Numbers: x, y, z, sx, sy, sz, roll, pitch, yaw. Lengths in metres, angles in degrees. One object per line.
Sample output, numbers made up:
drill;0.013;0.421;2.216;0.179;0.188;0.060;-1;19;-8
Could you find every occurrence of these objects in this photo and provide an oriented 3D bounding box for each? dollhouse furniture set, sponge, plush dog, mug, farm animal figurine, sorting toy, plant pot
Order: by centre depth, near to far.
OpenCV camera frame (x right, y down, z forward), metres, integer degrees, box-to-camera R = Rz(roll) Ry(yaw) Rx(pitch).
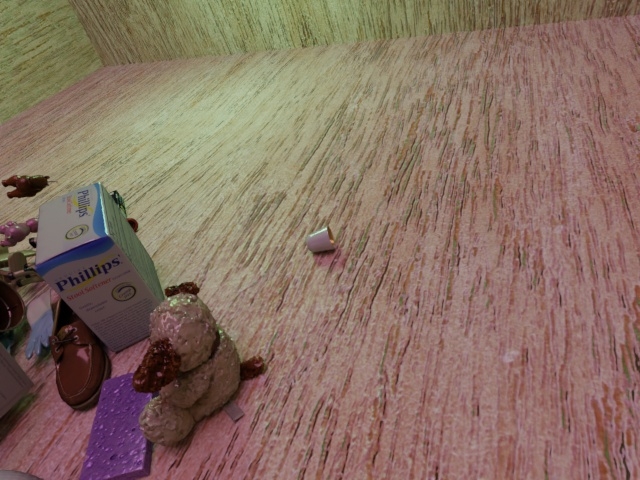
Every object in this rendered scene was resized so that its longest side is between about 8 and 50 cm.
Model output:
plush dog;-0.234;0.201;0.757;0.211;0.225;0.262;-12;40;5
sponge;-0.374;0.348;0.788;0.117;0.031;0.210;-16;40;0
plant pot;-0.863;0.195;1.013;0.165;0.167;0.167;-35;40;7
mug;0.000;0.003;1.047;0.064;0.078;0.062;-18;72;12
farm animal figurine;-0.697;-0.023;1.124;0.172;0.326;0.330;-16;73;-10
dollhouse furniture set;-0.932;0.037;1.158;0.212;0.160;0.242;4;13;23
sorting toy;-0.626;-0.041;1.295;0.102;0.061;0.042;0;-5;-36

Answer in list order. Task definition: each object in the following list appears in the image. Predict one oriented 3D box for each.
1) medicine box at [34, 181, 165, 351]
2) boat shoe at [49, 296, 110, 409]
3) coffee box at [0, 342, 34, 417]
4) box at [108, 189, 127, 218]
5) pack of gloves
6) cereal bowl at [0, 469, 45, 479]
medicine box;-0.495;0.058;0.958;0.149;0.289;0.263;-28;41;-13
boat shoe;-0.553;0.232;0.922;0.111;0.104;0.307;-28;42;-14
coffee box;-0.840;0.257;0.722;0.335;0.337;0.338;2;33;19
box;-0.767;-0.069;1.378;0.220;0.051;0.175;-27;41;-12
pack of gloves;-0.733;0.253;1.025;0.195;0.046;0.232;-40;42;-10
cereal bowl;-0.563;0.502;0.594;0.339;0.141;0.339;-9;42;8
